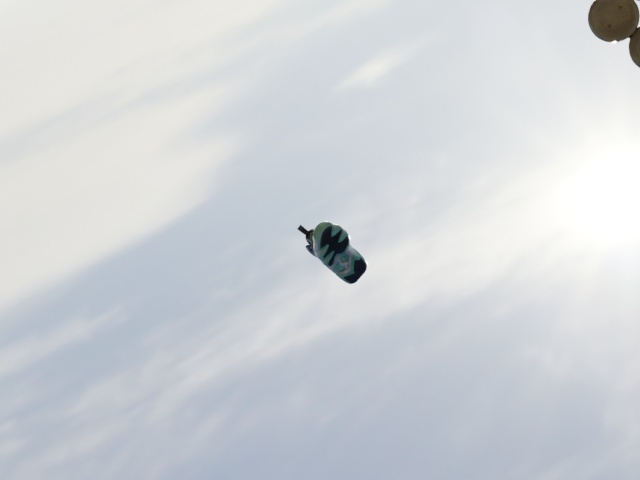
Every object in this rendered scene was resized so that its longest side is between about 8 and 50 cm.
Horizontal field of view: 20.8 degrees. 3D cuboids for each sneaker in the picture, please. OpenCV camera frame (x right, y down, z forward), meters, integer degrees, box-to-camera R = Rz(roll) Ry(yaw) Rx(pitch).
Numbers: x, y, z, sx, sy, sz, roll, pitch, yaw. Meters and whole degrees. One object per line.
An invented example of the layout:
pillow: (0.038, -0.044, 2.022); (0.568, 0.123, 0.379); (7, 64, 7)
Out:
sneaker: (0.000, 0.000, 1.668); (0.038, 0.098, 0.069); (-45, -125, -9)

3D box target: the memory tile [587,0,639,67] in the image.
memory tile: (0.274, -0.183, 1.254); (0.148, 0.113, 0.012); (-52, 178, 5)
